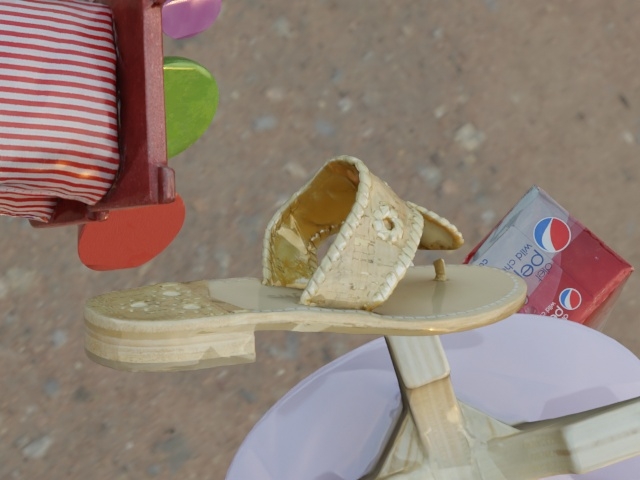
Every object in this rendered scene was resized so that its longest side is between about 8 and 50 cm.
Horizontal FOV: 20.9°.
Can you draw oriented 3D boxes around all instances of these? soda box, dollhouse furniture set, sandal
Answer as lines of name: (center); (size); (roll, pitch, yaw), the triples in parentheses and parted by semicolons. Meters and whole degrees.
soda box: (0.153, 0.057, 1.270); (0.092, 0.263, 0.083); (42, 79, 13)
dollhouse furniture set: (-0.203, -0.192, 0.847); (0.201, 0.152, 0.374); (-1, 83, -33)
sandal: (0.004, 0.001, 0.797); (0.240, 0.088, 0.079); (-8, 107, -33)

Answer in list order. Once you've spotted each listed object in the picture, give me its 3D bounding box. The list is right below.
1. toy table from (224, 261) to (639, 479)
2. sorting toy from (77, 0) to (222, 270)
toy table: (0.073, 0.136, 0.980); (0.274, 0.161, 0.252); (-30, 86, -1)
sorting toy: (-0.189, -0.141, 1.732); (0.127, 0.366, 0.126); (-10, 47, -32)
